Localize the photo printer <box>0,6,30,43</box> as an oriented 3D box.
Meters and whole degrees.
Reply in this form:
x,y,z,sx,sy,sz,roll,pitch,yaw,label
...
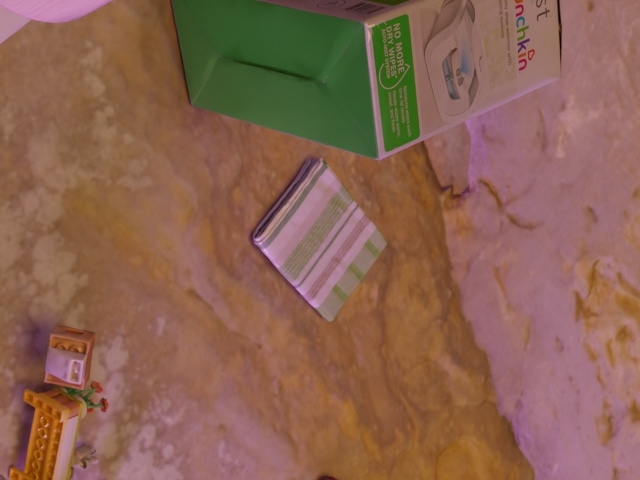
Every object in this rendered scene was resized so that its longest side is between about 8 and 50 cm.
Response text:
x,y,z,sx,sy,sz,roll,pitch,yaw,label
-0.302,-0.229,0.983,0.307,0.107,0.256,-48,143,-38,photo printer

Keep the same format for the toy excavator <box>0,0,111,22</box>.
x,y,z,sx,sy,sz,roll,pitch,yaw,label
-0.254,-0.397,0.821,0.445,0.222,0.432,24,56,-43,toy excavator

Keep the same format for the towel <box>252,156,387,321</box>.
x,y,z,sx,sy,sz,roll,pitch,yaw,label
0.000,0.000,1.443,0.113,0.023,0.152,-52,133,-14,towel

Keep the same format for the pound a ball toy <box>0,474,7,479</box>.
x,y,z,sx,sy,sz,roll,pitch,yaw,label
-0.350,0.309,1.110,0.319,0.136,0.208,0,106,-32,pound a ball toy

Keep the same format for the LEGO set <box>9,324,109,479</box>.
x,y,z,sx,sy,sz,roll,pitch,yaw,label
-0.197,0.212,1.275,0.107,0.132,0.287,-19,93,-55,LEGO set

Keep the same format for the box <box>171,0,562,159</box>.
x,y,z,sx,sy,sz,roll,pitch,yaw,label
0.040,-0.190,1.249,0.231,0.262,0.126,-26,120,-35,box

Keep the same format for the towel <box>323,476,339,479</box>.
x,y,z,sx,sy,sz,roll,pitch,yaw,label
0.004,0.448,1.578,0.237,0.037,0.329,36,79,-42,towel
